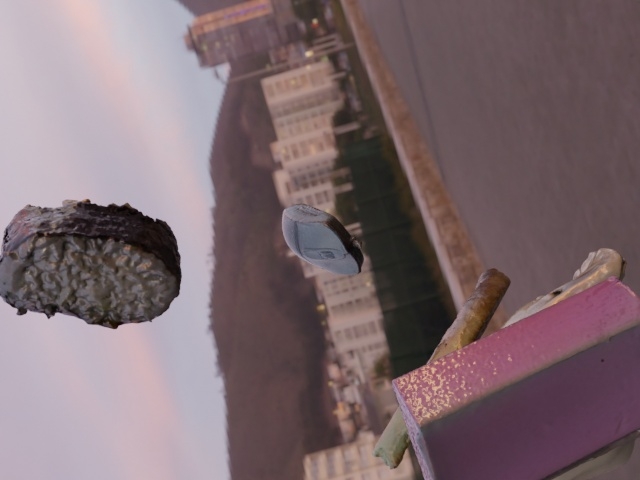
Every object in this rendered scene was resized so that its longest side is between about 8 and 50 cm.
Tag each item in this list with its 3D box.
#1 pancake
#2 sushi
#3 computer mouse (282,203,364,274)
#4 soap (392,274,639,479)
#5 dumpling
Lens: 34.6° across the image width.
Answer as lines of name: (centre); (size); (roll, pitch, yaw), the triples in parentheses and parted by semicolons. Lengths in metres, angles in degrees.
pancake: (0.180, 0.172, 1.471); (0.376, 0.054, 0.197); (-49, -17, -37)
sushi: (-0.191, 0.018, 0.858); (0.078, 0.151, 0.090); (-109, 28, -62)
computer mouse: (-0.005, 0.004, 1.647); (0.113, 0.068, 0.229); (52, 168, -25)
soap: (0.212, 0.165, 1.036); (0.081, 0.260, 0.181); (-120, 7, -50)
dumpling: (0.309, 0.198, 1.390); (0.315, 0.233, 0.394); (64, -139, -87)
